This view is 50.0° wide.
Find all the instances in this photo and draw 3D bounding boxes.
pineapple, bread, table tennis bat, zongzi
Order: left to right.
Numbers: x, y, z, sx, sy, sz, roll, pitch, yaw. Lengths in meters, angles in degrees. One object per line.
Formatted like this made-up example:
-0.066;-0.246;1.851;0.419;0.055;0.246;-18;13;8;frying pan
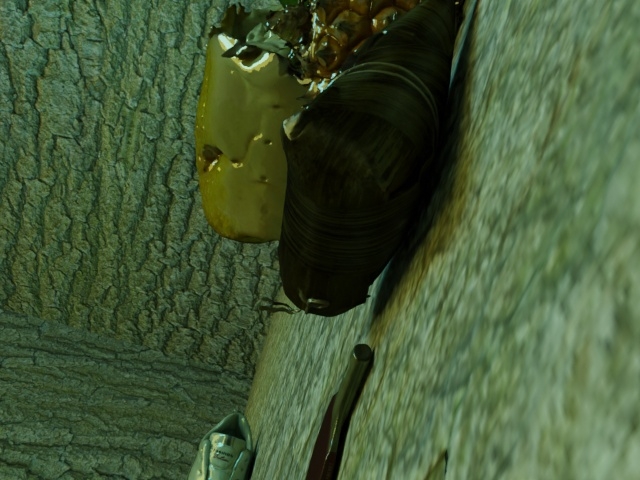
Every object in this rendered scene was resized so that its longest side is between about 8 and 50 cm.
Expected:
-0.080;-0.188;1.113;0.361;0.250;0.394;-63;-7;-56;bread
0.008;0.134;0.472;0.087;0.013;0.156;-75;1;-61;table tennis bat
0.023;-0.161;0.547;0.176;0.137;0.161;-81;8;-58;pineapple
0.035;-0.051;0.457;0.184;0.084;0.187;-59;-10;-35;zongzi

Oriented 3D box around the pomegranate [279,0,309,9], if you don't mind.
0.019;-0.366;0.839;0.202;0.202;0.247;-83;-30;-69;pomegranate

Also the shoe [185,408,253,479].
-0.209;0.474;1.339;0.342;0.132;0.210;-73;-2;-72;shoe
